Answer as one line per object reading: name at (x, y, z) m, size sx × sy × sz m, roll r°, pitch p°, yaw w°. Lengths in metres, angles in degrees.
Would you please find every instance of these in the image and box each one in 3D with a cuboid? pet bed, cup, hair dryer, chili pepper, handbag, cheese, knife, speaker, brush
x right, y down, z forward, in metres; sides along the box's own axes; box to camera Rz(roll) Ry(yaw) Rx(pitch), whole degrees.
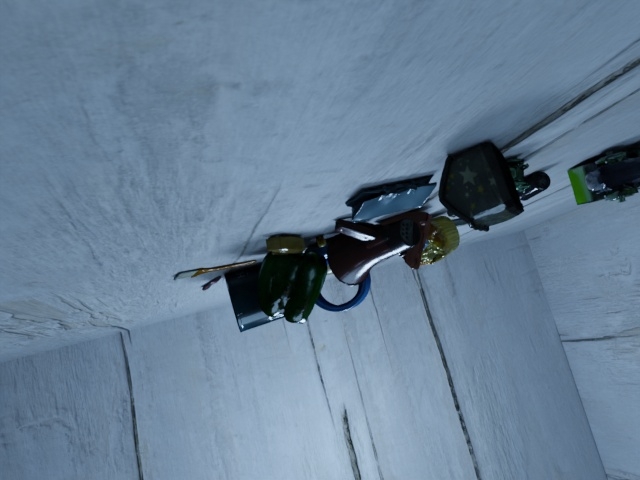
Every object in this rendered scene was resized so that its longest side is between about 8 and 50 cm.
pet bed at (0.379, -0.117, 1.289) m, size 0.159 × 0.183 × 0.211 m, roll -22°, pitch 169°, yaw 25°
cup at (-0.223, 0.221, 2.197) m, size 0.292 × 0.242 × 0.308 m, roll -16°, pitch 169°, yaw -11°
hair dryer at (0.635, -0.173, 1.798) m, size 0.255 × 0.070 × 0.128 m, roll -8°, pitch 169°, yaw -15°
chili pepper at (-0.098, 0.152, 1.869) m, size 0.233 × 0.257 × 0.248 m, roll 13°, pitch 179°, yaw 18°
handbag at (0.189, -0.113, 1.417) m, size 0.221 × 0.057 × 0.144 m, roll -12°, pitch 167°, yaw -19°
cheese at (0.325, -0.028, 1.891) m, size 0.177 × 0.203 × 0.128 m, roll -47°, pitch 162°, yaw 11°
knife at (-0.458, 0.182, 2.261) m, size 0.035 × 0.018 × 0.247 m, roll -7°, pitch 167°, yaw -31°
speaker at (0.149, -0.008, 1.776) m, size 0.329 × 0.259 × 0.198 m, roll -38°, pitch -164°, yaw 53°
brush at (-0.369, 0.103, 1.929) m, size 0.314 × 0.017 × 0.090 m, roll -11°, pitch 170°, yaw -34°

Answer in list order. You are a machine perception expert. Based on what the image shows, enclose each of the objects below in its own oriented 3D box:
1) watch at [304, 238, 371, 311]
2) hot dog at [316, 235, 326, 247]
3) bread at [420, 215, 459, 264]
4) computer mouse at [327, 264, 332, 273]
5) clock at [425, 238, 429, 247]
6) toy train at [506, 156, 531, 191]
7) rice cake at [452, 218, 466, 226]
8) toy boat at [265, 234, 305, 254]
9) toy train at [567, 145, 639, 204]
watch at (0.101, 0.128, 2.049) m, size 0.305 × 0.275 × 0.241 m, roll -12°, pitch 172°, yaw 14°
hot dog at (0.000, 0.000, 1.862) m, size 0.030 × 0.034 × 0.090 m, roll -25°, pitch -169°, yaw -1°
bread at (0.437, 0.008, 2.167) m, size 0.133 × 0.179 × 0.250 m, roll -12°, pitch 174°, yaw -33°
computer mouse at (0.073, 0.114, 2.541) m, size 0.236 × 0.082 × 0.145 m, roll -9°, pitch 169°, yaw -46°
clock at (0.333, -0.011, 2.058) m, size 0.103 × 0.144 × 0.231 m, roll -52°, pitch -175°, yaw -23°
toy train at (0.520, -0.179, 1.512) m, size 0.132 × 0.083 × 0.200 m, roll -7°, pitch 176°, yaw 25°
rice cake at (0.633, -0.079, 2.455) m, size 0.206 × 0.036 × 0.047 m, roll -10°, pitch -178°, yaw -33°
toy boat at (-0.114, 0.016, 1.692) m, size 0.077 × 0.057 × 0.200 m, roll -12°, pitch 173°, yaw 24°
toy train at (1.026, -0.223, 1.814) m, size 0.307 × 0.174 × 0.249 m, roll -16°, pitch 178°, yaw -1°
